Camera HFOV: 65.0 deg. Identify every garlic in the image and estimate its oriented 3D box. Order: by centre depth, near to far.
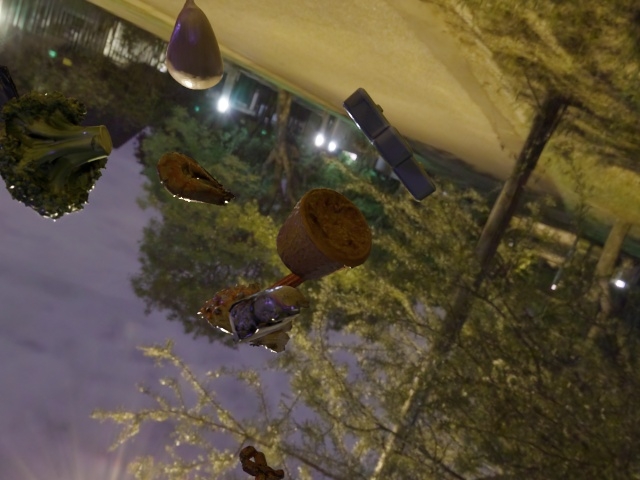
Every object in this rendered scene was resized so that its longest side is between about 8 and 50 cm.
[{"bbox_3d":[-0.324,-0.495,1.306,0.145,0.164,0.245,3,156,-7],"label":"garlic"}]

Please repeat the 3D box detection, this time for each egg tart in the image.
[{"bbox_3d":[0.000,0.000,1.122,0.202,0.147,0.203,25,-136,-27],"label":"egg tart"}]

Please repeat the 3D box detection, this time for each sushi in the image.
[{"bbox_3d":[-0.137,0.166,1.265,0.134,0.273,0.109,-15,-106,-33],"label":"sushi"}]

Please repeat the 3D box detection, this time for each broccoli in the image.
[{"bbox_3d":[-0.640,-0.213,1.216,0.259,0.288,0.235,-23,-149,-17],"label":"broccoli"}]

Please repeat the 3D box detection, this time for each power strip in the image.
[{"bbox_3d":[0.144,-0.195,1.031,0.265,0.059,0.194,52,-169,-8],"label":"power strip"}]

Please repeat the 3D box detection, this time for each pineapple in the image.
[{"bbox_3d":[-0.263,0.210,1.767,0.344,0.209,0.286,31,180,-33],"label":"pineapple"}]

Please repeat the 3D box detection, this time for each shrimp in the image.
[{"bbox_3d":[-0.367,-0.176,1.520,0.062,0.154,0.294,-21,154,28],"label":"shrimp"}]

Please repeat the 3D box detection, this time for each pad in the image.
[{"bbox_3d":[-0.862,-0.370,1.331,0.174,0.233,0.022,14,-133,8],"label":"pad"}]

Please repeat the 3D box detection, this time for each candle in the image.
[{"bbox_3d":[-0.083,0.120,1.485,0.048,0.051,0.329,30,-135,33],"label":"candle"}]

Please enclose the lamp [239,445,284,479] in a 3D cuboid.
[{"bbox_3d":[-0.110,0.404,0.900,0.083,0.031,0.063,41,-156,28],"label":"lamp"}]
